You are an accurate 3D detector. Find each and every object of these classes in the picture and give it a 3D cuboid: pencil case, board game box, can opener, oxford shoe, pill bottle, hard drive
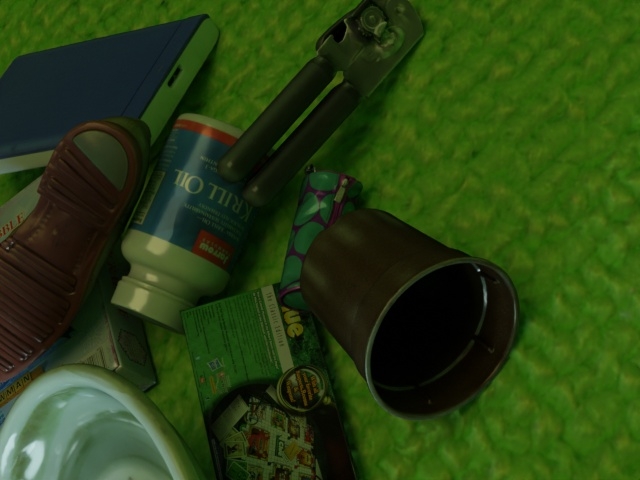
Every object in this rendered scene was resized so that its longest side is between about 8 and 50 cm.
[{"bbox_3d":[0.000,0.000,1.605,0.070,0.064,0.151,-42,32,56],"label":"pencil case"},{"bbox_3d":[-0.052,0.162,1.567,0.136,0.030,0.259,-17,55,2],"label":"board game box"},{"bbox_3d":[-0.002,-0.155,1.668,0.283,0.076,0.095,-48,13,-12],"label":"can opener"},{"bbox_3d":[-0.358,0.110,1.841,0.319,0.066,0.318,-34,52,20],"label":"board game box"},{"bbox_3d":[-0.282,0.013,1.731,0.123,0.130,0.348,39,110,2],"label":"oxford shoe"},{"bbox_3d":[-0.140,-0.015,1.695,0.124,0.124,0.221,15,79,41],"label":"pill bottle"},{"bbox_3d":[-0.293,-0.171,1.900,0.319,0.040,0.210,-6,42,36],"label":"hard drive"}]

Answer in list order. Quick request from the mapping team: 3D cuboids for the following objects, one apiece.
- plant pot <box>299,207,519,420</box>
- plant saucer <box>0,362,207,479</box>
[{"bbox_3d":[0.071,0.058,1.479,0.167,0.167,0.165,-54,40,3],"label":"plant pot"},{"bbox_3d":[-0.189,0.316,1.531,0.400,0.100,0.400,4,96,48],"label":"plant saucer"}]
